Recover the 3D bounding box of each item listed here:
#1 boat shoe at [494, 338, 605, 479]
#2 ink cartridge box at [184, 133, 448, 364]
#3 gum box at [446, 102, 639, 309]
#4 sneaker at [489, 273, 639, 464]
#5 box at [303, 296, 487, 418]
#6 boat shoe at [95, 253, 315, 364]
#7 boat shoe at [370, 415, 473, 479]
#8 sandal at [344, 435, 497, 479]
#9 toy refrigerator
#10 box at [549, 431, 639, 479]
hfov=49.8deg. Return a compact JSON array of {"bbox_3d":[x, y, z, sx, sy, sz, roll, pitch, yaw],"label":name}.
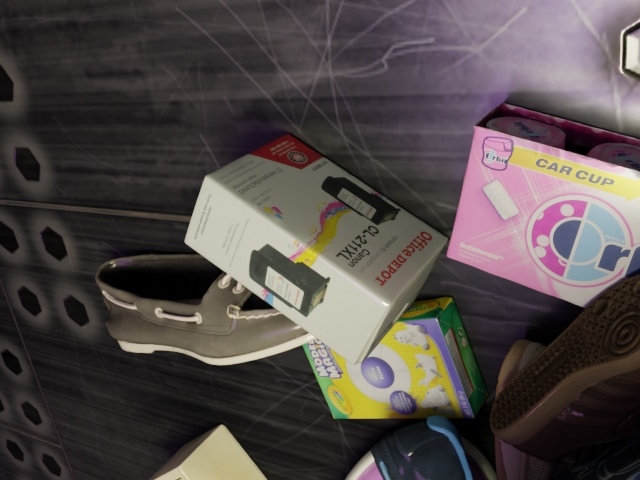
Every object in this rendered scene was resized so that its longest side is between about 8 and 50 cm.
[{"bbox_3d":[0.205,0.219,0.571,0.092,0.103,0.285,4,111,38],"label":"boat shoe"},{"bbox_3d":[0.000,0.000,0.569,0.175,0.127,0.072,34,126,13],"label":"ink cartridge box"},{"bbox_3d":[0.193,-0.013,0.475,0.188,0.062,0.107,21,125,23],"label":"gum box"},{"bbox_3d":[0.197,0.088,0.457,0.071,0.066,0.188,31,131,-11],"label":"sneaker"},{"bbox_3d":[0.055,0.115,0.652,0.179,0.043,0.105,-12,108,39],"label":"box"},{"bbox_3d":[-0.118,0.054,0.689,0.335,0.112,0.096,-9,114,40],"label":"boat shoe"},{"bbox_3d":[0.106,0.285,0.603,0.089,0.109,0.258,-14,83,3],"label":"boat shoe"},{"bbox_3d":[0.049,0.372,0.701,0.169,0.102,0.416,31,112,6],"label":"sandal"},{"bbox_3d":[-0.091,0.373,0.855,0.269,0.094,0.102,53,131,-1],"label":"toy refrigerator"},{"bbox_3d":[0.244,0.195,0.320,0.395,0.293,0.212,-42,73,24],"label":"box"}]
